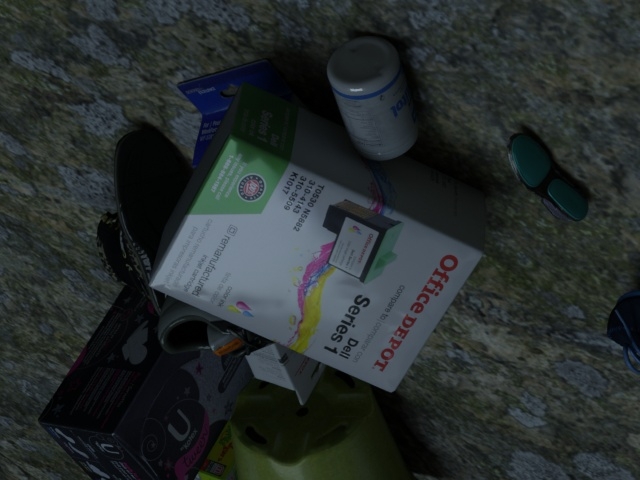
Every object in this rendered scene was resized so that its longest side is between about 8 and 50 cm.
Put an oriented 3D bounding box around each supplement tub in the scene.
[{"bbox_3d":[0.051,-0.135,1.756,0.071,0.071,0.107,14,149,28],"label":"supplement tub"}]

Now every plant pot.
[{"bbox_3d":[-0.001,0.296,2.332,0.276,0.276,0.254,12,136,30],"label":"plant pot"}]

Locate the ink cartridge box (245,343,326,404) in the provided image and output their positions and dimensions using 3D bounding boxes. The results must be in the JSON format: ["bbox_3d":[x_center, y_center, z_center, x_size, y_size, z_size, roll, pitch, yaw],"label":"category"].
[{"bbox_3d":[-0.044,0.102,2.189,0.060,0.104,0.180,15,148,26],"label":"ink cartridge box"}]

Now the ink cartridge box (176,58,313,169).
[{"bbox_3d":[-0.014,-0.047,1.970,0.333,0.065,0.165,46,149,-24],"label":"ink cartridge box"}]

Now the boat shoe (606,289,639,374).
[{"bbox_3d":[0.338,0.100,1.736,0.109,0.089,0.258,24,170,-15],"label":"boat shoe"}]

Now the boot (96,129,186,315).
[{"bbox_3d":[-0.218,-0.027,2.157,0.178,0.085,0.236,25,134,58],"label":"boot"}]

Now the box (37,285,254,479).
[{"bbox_3d":[-0.203,0.183,2.318,0.142,0.247,0.163,4,143,41],"label":"box"}]

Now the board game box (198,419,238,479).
[{"bbox_3d":[-0.117,0.347,2.662,0.043,0.092,0.181,16,148,23],"label":"board game box"}]

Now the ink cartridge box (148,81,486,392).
[{"bbox_3d":[0.000,0.000,1.839,0.278,0.117,0.201,24,121,-11],"label":"ink cartridge box"}]

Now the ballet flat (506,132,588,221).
[{"bbox_3d":[0.208,-0.059,1.765,0.114,0.041,0.041,45,149,-23],"label":"ballet flat"}]

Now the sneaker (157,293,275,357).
[{"bbox_3d":[-0.057,0.081,2.016,0.271,0.108,0.100,-7,134,28],"label":"sneaker"}]

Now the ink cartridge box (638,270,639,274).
[{"bbox_3d":[0.356,0.043,1.794,0.083,0.028,0.048,41,152,-17],"label":"ink cartridge box"}]
